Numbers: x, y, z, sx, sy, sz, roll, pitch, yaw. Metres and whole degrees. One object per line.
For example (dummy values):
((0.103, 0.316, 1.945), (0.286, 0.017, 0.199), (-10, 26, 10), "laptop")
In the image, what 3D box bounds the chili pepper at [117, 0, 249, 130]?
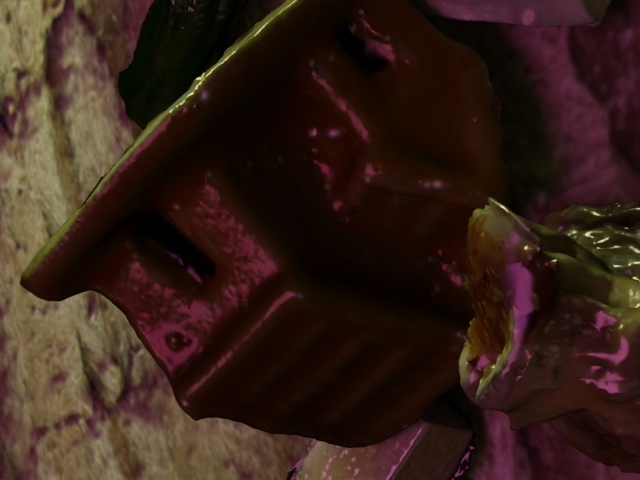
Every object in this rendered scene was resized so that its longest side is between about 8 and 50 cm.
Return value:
((-0.086, -0.172, 1.282), (0.100, 0.074, 0.257), (-76, 13, -50), "chili pepper")

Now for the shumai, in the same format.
((0.146, 0.054, 1.007), (0.209, 0.153, 0.161), (30, 116, 47), "shumai")

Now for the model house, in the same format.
((0.004, -0.004, 1.114), (0.239, 0.173, 0.268), (47, 122, 3), "model house")

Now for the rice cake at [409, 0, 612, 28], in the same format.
((0.067, -0.161, 1.109), (0.256, 0.052, 0.057), (11, 143, 50), "rice cake")

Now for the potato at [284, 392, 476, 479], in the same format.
((0.038, 0.144, 1.207), (0.086, 0.061, 0.122), (44, 110, 37), "potato")
